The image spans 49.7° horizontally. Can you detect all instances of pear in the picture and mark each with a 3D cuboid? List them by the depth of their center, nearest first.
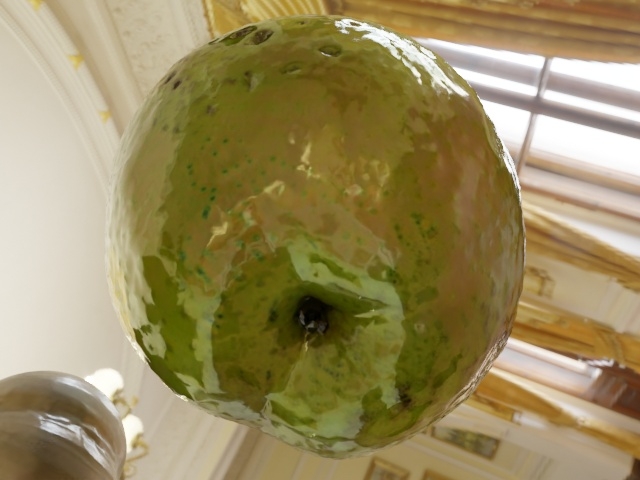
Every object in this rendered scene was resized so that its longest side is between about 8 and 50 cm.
[{"bbox_3d":[0.000,0.000,0.595,0.391,0.391,0.390,19,-90,-73],"label":"pear"}]

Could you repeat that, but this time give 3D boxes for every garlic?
[{"bbox_3d":[-0.278,0.255,0.612,0.203,0.185,0.281,52,-126,-29],"label":"garlic"}]
